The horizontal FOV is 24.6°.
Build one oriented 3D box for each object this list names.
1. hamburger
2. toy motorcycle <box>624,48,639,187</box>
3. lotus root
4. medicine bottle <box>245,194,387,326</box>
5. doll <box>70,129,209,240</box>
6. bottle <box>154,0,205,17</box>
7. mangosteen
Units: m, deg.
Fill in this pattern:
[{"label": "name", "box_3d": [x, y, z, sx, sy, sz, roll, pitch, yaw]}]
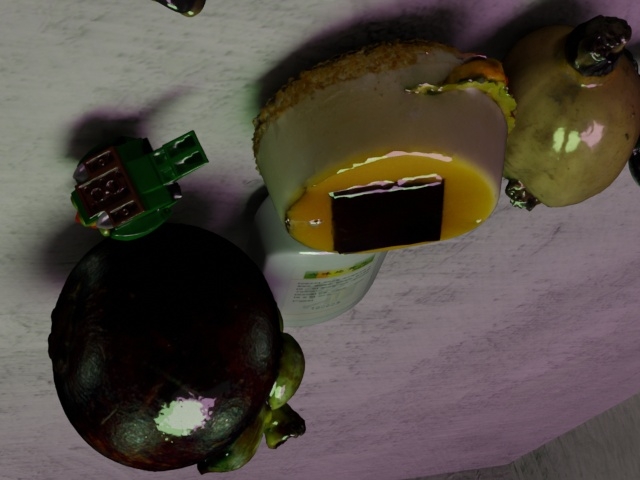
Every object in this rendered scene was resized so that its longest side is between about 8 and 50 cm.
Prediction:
[{"label": "hamburger", "box_3d": [0.071, -0.104, 1.614, 0.294, 0.179, 0.276, -9, 154, 2]}, {"label": "toy motorcycle", "box_3d": [0.451, -0.179, 1.813, 0.274, 0.187, 0.125, -32, 172, -24]}, {"label": "lotus root", "box_3d": [0.280, -0.158, 1.665, 0.182, 0.183, 0.310, -15, 154, -12]}, {"label": "medicine bottle", "box_3d": [0.000, 0.000, 1.895, 0.179, 0.124, 0.324, -11, 160, -14]}, {"label": "doll", "box_3d": [-0.205, -0.058, 1.590, 0.134, 0.106, 0.186, -28, 179, -18]}, {"label": "bottle", "box_3d": [-0.027, -0.300, 1.060, 0.351, 0.172, 0.171, -29, 157, 28]}, {"label": "mangosteen", "box_3d": [-0.175, 0.129, 1.786, 0.330, 0.330, 0.330, -17, 159, -7]}]
